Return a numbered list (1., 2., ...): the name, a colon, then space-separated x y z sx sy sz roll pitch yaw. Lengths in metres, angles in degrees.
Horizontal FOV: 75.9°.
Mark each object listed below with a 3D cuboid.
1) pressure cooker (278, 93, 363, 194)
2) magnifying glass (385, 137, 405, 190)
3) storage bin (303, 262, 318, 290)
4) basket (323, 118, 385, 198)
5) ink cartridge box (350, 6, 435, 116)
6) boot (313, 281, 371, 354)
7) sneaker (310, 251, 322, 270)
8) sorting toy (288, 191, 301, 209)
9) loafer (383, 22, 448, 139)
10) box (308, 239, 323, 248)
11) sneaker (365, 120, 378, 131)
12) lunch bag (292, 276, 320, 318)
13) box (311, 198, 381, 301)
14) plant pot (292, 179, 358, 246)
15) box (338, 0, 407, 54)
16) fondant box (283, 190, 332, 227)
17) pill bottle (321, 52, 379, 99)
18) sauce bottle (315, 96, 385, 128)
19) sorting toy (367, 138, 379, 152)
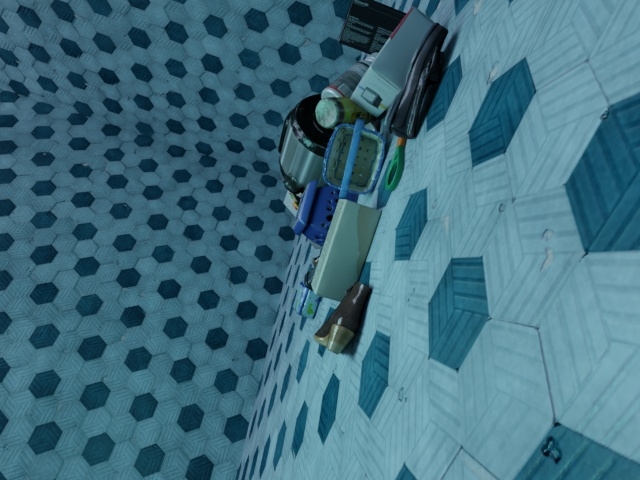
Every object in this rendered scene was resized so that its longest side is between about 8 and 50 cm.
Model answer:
1. pressure cooker: -0.002 -0.402 1.896 0.420 0.371 0.374 118 146 -57
2. magnifying glass: 0.234 -0.256 1.226 0.092 0.026 0.230 134 150 -73
3. storage bin: 0.021 0.140 1.468 0.091 0.135 0.098 -56 16 32
4. basket: 0.113 -0.275 1.423 0.289 0.201 0.254 -71 -4 -80
5. ink cartridge box: 0.230 -0.550 1.311 0.226 0.131 0.306 -56 6 0
6. boot: 0.070 0.223 1.205 0.206 0.090 0.248 -62 5 -11
7. sneaker: -0.006 0.095 1.937 0.061 0.065 0.157 -88 17 -62
8. sorting toy: -0.081 -0.139 2.003 0.047 0.195 0.348 -37 -16 10
9. loafer: 0.279 -0.423 1.120 0.109 0.095 0.302 -19 -42 -62
10. box: 0.000 0.000 2.003 0.063 0.067 0.324 -36 3 -7
11. sneaker: 0.219 -0.464 1.692 0.051 0.070 0.134 -53 49 43
12. lunch bag: -0.058 0.254 1.884 0.219 0.090 0.175 -170 100 -81
13. box: 0.076 0.031 1.322 0.148 0.121 0.310 -127 55 -80
14. plant pot: 0.011 -0.111 1.738 0.236 0.212 0.235 134 153 -73
15. box: 0.227 -0.875 1.698 0.103 0.262 0.184 -83 13 -50
16. fondant box: -0.062 -0.222 2.292 0.330 0.096 0.238 48 128 38
17. pill bottle: 0.155 -0.631 1.687 0.283 0.161 0.161 -43 1 -14
18. sauce bottle: 0.128 -0.482 1.538 0.345 0.111 0.111 -22 -36 -46
19. sorting toy: 0.197 -0.375 1.640 0.101 0.042 0.061 117 167 -50
